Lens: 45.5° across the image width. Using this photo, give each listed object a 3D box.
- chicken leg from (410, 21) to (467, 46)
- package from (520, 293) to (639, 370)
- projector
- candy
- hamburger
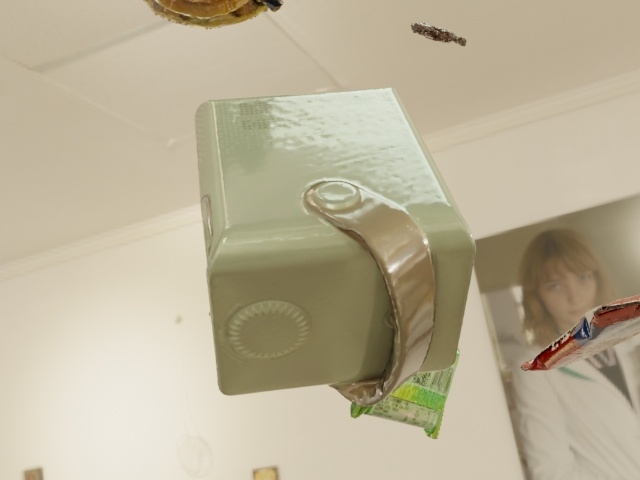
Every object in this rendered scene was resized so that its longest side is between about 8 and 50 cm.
[{"bbox_3d":[0.165,-0.286,1.061,0.083,0.021,0.036,22,9,13],"label":"chicken leg"},{"bbox_3d":[0.206,0.063,0.547,0.083,0.022,0.200,-18,-19,-7],"label":"package"},{"bbox_3d":[0.000,0.000,0.574,0.177,0.242,0.163,-7,-49,-8],"label":"projector"},{"bbox_3d":[0.091,0.142,0.767,0.032,0.102,0.178,17,-7,38],"label":"candy"},{"bbox_3d":[-0.131,-0.314,0.820,0.191,0.181,0.118,-21,-9,-10],"label":"hamburger"}]
